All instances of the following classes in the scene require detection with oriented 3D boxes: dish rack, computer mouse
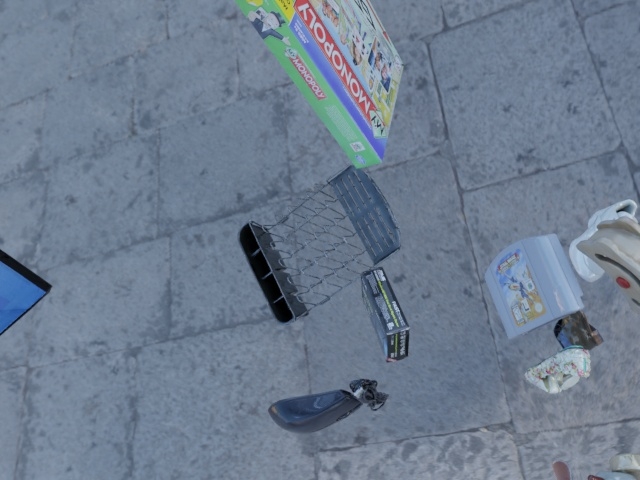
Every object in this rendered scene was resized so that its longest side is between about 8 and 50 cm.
[{"bbox_3d":[0.000,0.000,0.998,0.271,0.074,0.208,-36,70,22],"label":"dish rack"},{"bbox_3d":[0.012,0.384,1.265,0.272,0.188,0.072,-16,60,14],"label":"computer mouse"}]

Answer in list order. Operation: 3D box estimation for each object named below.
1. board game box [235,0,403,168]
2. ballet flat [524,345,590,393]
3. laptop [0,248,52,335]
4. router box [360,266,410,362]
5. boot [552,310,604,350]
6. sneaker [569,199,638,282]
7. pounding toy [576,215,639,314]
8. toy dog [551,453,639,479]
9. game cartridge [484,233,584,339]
[{"bbox_3d":[0.011,-0.279,0.746,0.046,0.317,0.213,-10,50,32],"label":"board game box"},{"bbox_3d":[0.550,0.315,1.325,0.091,0.241,0.077,0,62,-5],"label":"ballet flat"},{"bbox_3d":[-0.429,0.143,0.637,0.137,0.234,0.264,-12,63,1],"label":"laptop"},{"bbox_3d":[0.101,0.116,0.886,0.038,0.092,0.122,-16,51,-7],"label":"router box"},{"bbox_3d":[0.712,0.242,1.631,0.106,0.082,0.219,-39,95,6],"label":"boot"},{"bbox_3d":[0.835,-0.011,1.658,0.114,0.152,0.305,37,61,0],"label":"sneaker"},{"bbox_3d":[0.672,0.049,1.129,0.155,0.154,0.269,-41,69,-8],"label":"pounding toy"},{"bbox_3d":[0.612,0.606,1.311,0.220,0.161,0.333,-84,20,-60],"label":"toy dog"},{"bbox_3d":[0.480,0.105,1.311,0.062,0.297,0.198,-16,71,-14],"label":"game cartridge"}]
